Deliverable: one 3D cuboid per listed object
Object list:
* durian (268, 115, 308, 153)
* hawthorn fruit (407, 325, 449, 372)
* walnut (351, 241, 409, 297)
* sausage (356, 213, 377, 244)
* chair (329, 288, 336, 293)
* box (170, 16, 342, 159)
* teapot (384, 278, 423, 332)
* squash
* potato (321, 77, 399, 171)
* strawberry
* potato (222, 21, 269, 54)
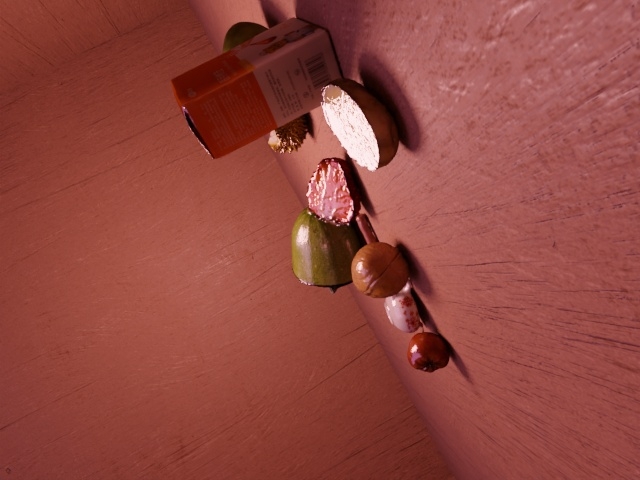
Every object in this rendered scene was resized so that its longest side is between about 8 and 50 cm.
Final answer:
[{"bbox_3d":[-0.108,-0.403,1.568,0.138,0.183,0.249,24,169,2],"label":"durian"},{"bbox_3d":[0.323,0.337,1.377,0.125,0.125,0.140,63,170,-19],"label":"hawthorn fruit"},{"bbox_3d":[0.170,0.086,1.304,0.165,0.165,0.197,60,175,11],"label":"walnut"},{"bbox_3d":[0.161,-0.018,1.505,0.158,0.036,0.042,62,-173,-14],"label":"sausage"},{"bbox_3d":[0.041,0.114,2.024,0.147,0.270,0.136,-11,115,39],"label":"chair"},{"bbox_3d":[-0.148,-0.347,1.018,0.225,0.341,0.143,55,171,51],"label":"box"},{"bbox_3d":[0.263,0.207,1.439,0.245,0.116,0.159,74,-170,-47],"label":"teapot"},{"bbox_3d":[0.025,-0.021,1.789,0.310,0.310,0.309,-126,27,-55],"label":"squash"},{"bbox_3d":[0.084,-0.231,0.872,0.200,0.081,0.164,55,165,27],"label":"potato"},{"bbox_3d":[0.059,-0.161,1.395,0.190,0.111,0.236,27,134,26],"label":"strawberry"},{"bbox_3d":[-0.180,-0.500,1.313,0.216,0.216,0.304,67,-178,-51],"label":"potato"}]
